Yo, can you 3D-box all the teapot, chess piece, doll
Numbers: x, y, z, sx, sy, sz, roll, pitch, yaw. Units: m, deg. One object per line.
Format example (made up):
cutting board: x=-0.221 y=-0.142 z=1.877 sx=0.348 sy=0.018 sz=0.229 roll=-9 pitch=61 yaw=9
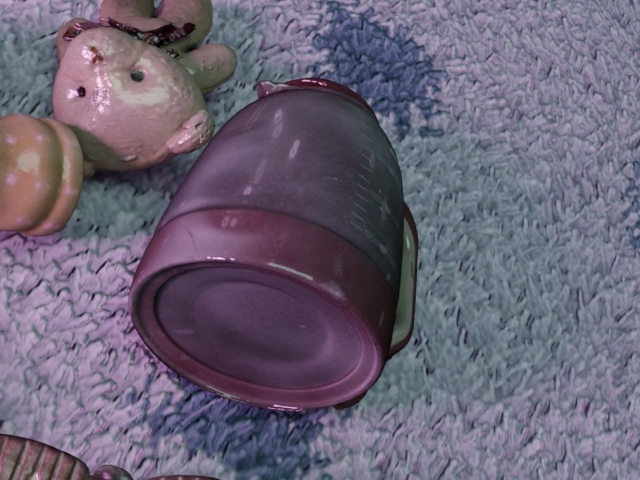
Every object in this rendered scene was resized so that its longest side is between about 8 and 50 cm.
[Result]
teapot: x=0.000 y=0.000 z=0.848 sx=0.315 sy=0.233 sz=0.312 roll=46 pitch=43 yaw=-32
chess piece: x=-0.383 y=-0.083 z=0.658 sx=0.397 sy=0.117 sz=0.117 roll=11 pitch=56 yaw=-51
doll: x=-0.195 y=-0.202 z=0.900 sx=0.175 sy=0.149 sz=0.278 roll=-13 pitch=47 yaw=15

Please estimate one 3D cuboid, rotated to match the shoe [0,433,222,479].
shoe: x=-0.147 y=0.261 z=0.630 sx=0.351 sy=0.198 sz=0.171 roll=26 pitch=58 yaw=-6
